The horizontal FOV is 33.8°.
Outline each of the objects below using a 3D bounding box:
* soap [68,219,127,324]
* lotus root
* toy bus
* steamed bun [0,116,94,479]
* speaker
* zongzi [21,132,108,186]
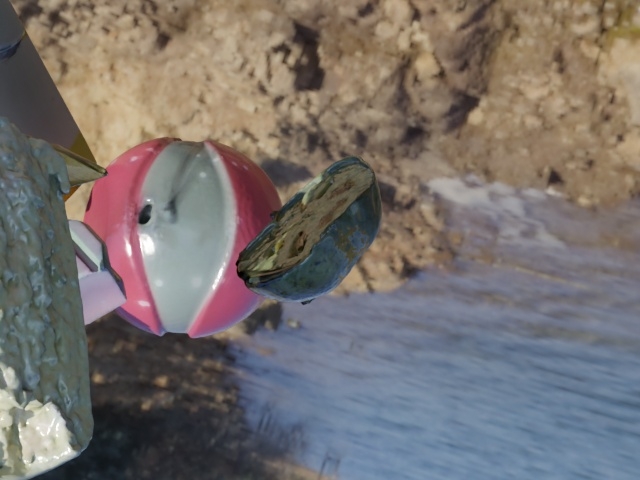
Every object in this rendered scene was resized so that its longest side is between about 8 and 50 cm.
[{"bbox_3d":[-0.245,0.031,0.978,0.149,0.100,0.056,34,148,51],"label":"soap"},{"bbox_3d":[0.001,0.001,1.119,0.078,0.183,0.203,48,-175,-19],"label":"lotus root"},{"bbox_3d":[-0.516,-0.225,1.454,0.249,0.209,0.439,-17,112,20],"label":"toy bus"},{"bbox_3d":[-0.247,0.057,0.665,0.200,0.225,0.170,-34,153,23],"label":"steamed bun"},{"bbox_3d":[-0.186,-0.006,1.512,0.294,0.294,0.294,18,167,4],"label":"speaker"},{"bbox_3d":[-0.295,-0.029,0.883,0.178,0.189,0.081,17,135,7],"label":"zongzi"}]
